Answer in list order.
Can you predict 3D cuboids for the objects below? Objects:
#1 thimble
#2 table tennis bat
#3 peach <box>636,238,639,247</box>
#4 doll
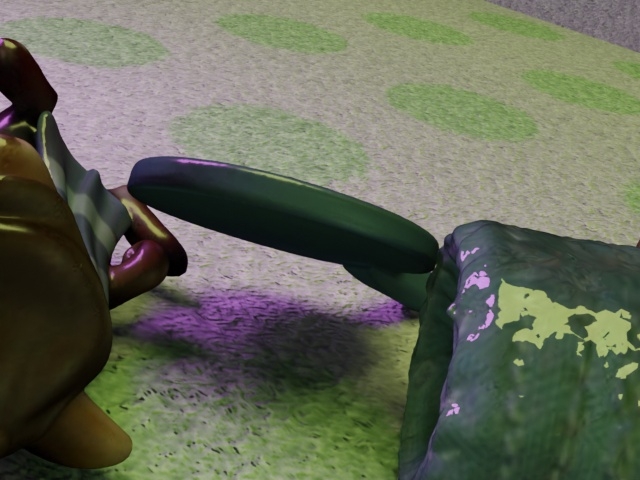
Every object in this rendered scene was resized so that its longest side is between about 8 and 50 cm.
[{"bbox_3d":[0.130,0.092,0.514,0.143,0.198,0.235,12,-1,3],"label":"thimble"},{"bbox_3d":[0.000,0.000,0.639,0.215,0.044,0.329,6,-12,38],"label":"table tennis bat"},{"bbox_3d":[0.371,0.058,0.622,0.292,0.247,0.292,32,15,-10],"label":"peach"},{"bbox_3d":[-0.216,-0.007,0.532,0.318,0.209,0.340,22,15,-21],"label":"doll"}]
